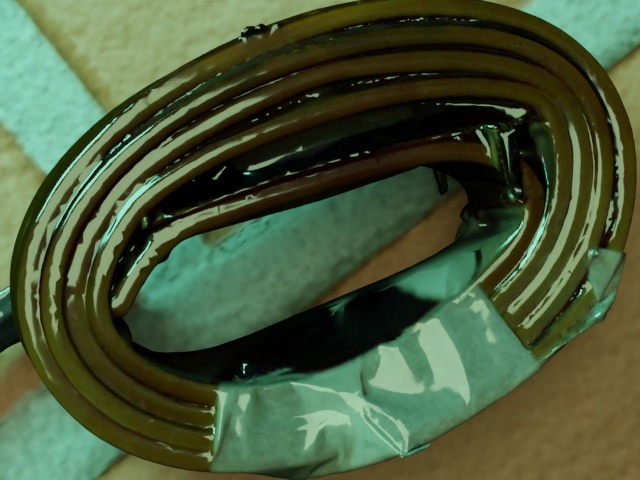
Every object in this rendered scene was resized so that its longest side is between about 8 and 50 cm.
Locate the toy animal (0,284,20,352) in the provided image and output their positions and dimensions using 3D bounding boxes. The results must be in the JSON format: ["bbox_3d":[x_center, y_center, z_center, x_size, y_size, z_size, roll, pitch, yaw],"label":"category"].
[{"bbox_3d":[-0.263,0.111,0.742,0.206,0.081,0.367,31,76,12],"label":"toy animal"}]

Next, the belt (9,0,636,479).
[{"bbox_3d":[0.000,0.000,0.709,0.262,0.105,0.184,-17,92,-13],"label":"belt"}]
